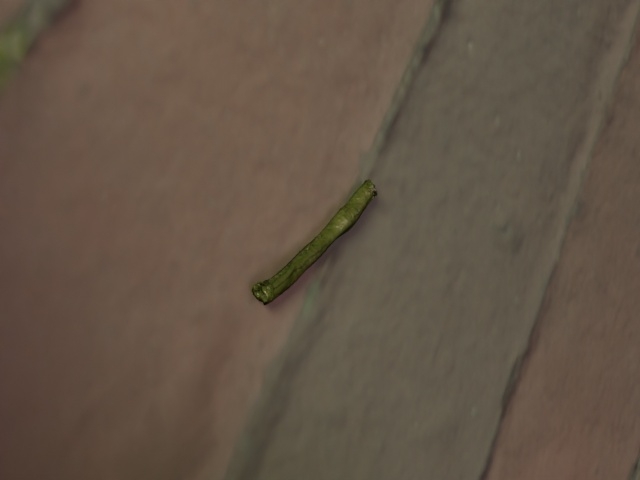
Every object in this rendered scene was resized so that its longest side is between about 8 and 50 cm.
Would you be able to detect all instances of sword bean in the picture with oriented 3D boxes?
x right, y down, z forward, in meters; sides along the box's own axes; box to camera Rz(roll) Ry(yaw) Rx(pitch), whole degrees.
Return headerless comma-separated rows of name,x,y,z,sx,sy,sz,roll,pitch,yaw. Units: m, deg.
sword bean,0.000,0.000,0.482,0.083,0.012,0.012,-45,125,-42
